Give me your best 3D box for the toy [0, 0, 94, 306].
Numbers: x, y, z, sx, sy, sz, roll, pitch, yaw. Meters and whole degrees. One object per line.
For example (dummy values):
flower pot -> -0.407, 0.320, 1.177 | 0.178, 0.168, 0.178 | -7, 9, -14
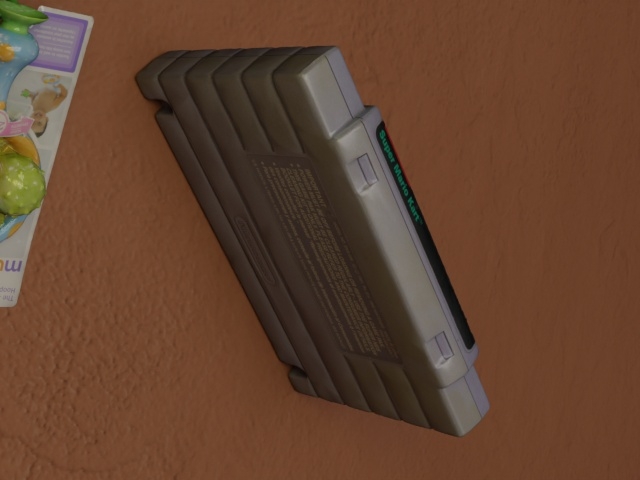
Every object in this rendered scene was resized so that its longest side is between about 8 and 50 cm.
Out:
toy -> -0.239, -0.053, 0.905 | 0.137, 0.056, 0.237 | 4, 107, -44

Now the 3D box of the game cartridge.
game cartridge -> 0.000, 0.000, 1.068 | 0.068, 0.230, 0.355 | -44, 122, -34

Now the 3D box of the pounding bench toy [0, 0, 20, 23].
pounding bench toy -> -0.247, -0.173, 0.936 | 0.083, 0.052, 0.065 | -28, 112, -40
